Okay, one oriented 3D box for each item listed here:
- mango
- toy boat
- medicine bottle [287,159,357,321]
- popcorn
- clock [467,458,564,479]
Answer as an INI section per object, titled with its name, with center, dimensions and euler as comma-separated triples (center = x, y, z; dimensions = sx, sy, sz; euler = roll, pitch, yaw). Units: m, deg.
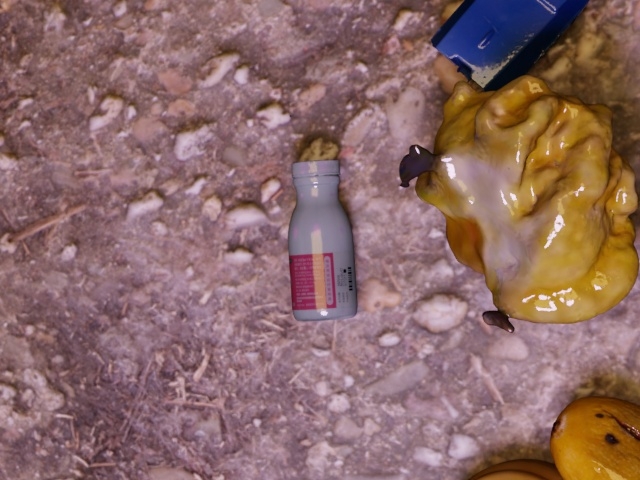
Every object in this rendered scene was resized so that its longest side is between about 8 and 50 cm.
[mango]
center = 0.422, 0.308, 1.838
dimensions = 0.295, 0.177, 0.120
euler = 35, 129, 6
[toy boat]
center = 0.285, -0.325, 1.912
dimensions = 0.129, 0.088, 0.295
euler = 42, 90, 11
[medicine bottle]
center = 0.000, 0.000, 1.985
dimensions = 0.090, 0.090, 0.217
euler = -4, 89, 15
[popcorn]
center = 0.266, -0.062, 1.848
dimensions = 0.297, 0.281, 0.316
euler = 13, 128, 50
[clock]
center = 0.282, 0.438, 1.875
dimensions = 0.244, 0.200, 0.317
euler = -29, 75, 11
